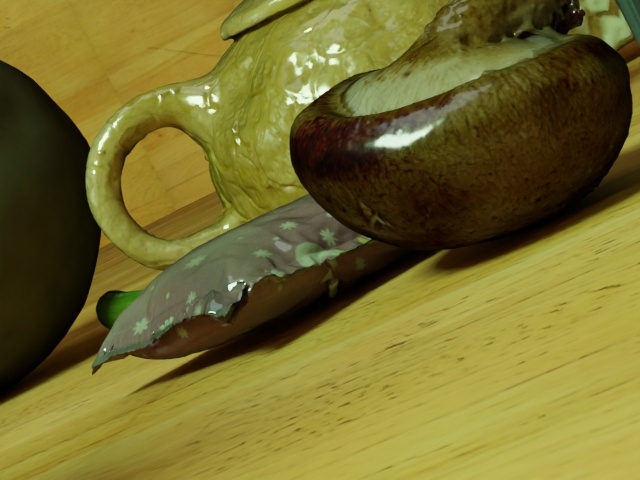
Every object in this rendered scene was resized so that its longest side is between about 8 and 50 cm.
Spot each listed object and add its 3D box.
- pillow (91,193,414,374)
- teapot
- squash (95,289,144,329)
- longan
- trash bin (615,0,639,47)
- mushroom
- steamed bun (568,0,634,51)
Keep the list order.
[{"bbox_3d":[0.000,0.000,0.672,0.185,0.043,0.118,-30,5,-33],"label":"pillow"},{"bbox_3d":[0.006,-0.096,0.924,0.311,0.167,0.203,-28,5,-5],"label":"teapot"},{"bbox_3d":[-0.105,0.039,0.929,0.027,0.027,0.089,-29,9,-24],"label":"squash"},{"bbox_3d":[-0.243,0.000,0.971,0.248,0.248,0.248,-26,5,2],"label":"longan"},{"bbox_3d":[0.141,-0.135,0.596,0.101,0.176,0.236,-24,8,11],"label":"trash bin"},{"bbox_3d":[0.047,-0.043,0.582,0.127,0.087,0.127,-17,9,3],"label":"mushroom"},{"bbox_3d":[0.107,-0.214,1.137,0.272,0.290,0.273,-12,-2,7],"label":"steamed bun"}]
